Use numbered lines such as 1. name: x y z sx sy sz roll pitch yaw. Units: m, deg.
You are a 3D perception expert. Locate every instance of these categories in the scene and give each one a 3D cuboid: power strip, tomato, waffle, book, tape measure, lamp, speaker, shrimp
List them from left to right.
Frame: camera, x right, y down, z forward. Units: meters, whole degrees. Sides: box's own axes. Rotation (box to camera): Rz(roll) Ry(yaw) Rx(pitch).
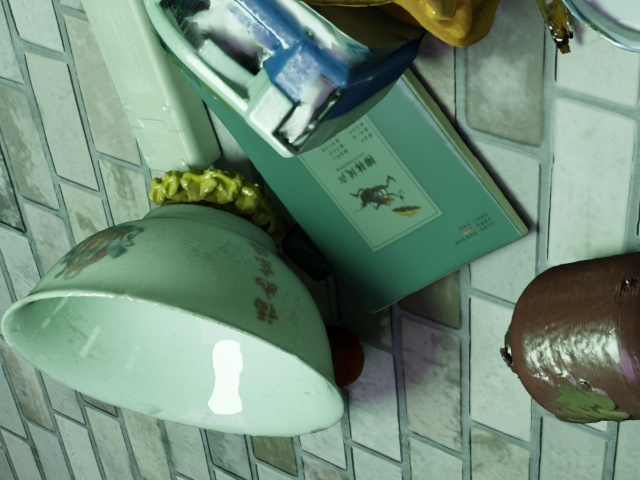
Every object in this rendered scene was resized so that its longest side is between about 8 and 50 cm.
1. power strip: -0.210 -0.204 1.562 0.098 0.058 0.338 9 130 36
2. waffle: -0.124 -0.034 1.607 0.149 0.051 0.194 3 152 22
3. tape measure: -0.038 -0.213 1.200 0.262 0.259 0.138 35 116 8
4. speaker: 0.003 -0.003 1.570 0.075 0.060 0.094 42 108 2
5. tomato: 0.019 0.158 1.679 0.087 0.087 0.075 12 168 35
6. book: 0.033 -0.103 1.428 0.264 0.031 0.379 -28 104 43
7. shrimp: 0.199 -0.230 1.188 0.091 0.025 0.127 -7 115 46
8. lamp: 0.310 0.102 1.286 0.258 0.180 0.180 -10 118 46

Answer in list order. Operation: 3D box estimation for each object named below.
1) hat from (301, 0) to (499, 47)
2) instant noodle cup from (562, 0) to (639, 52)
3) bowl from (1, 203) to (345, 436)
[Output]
1. hat: 0.119 -0.266 1.087 0.233 0.233 0.244 41 103 37
2. instant noodle cup: 0.278 -0.250 0.995 0.205 0.153 0.205 26 140 25
3. bowl: -0.160 0.080 1.569 0.434 0.196 0.435 11 156 5
